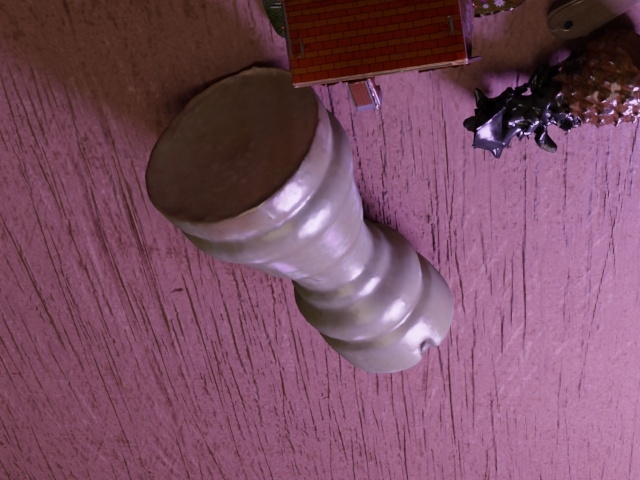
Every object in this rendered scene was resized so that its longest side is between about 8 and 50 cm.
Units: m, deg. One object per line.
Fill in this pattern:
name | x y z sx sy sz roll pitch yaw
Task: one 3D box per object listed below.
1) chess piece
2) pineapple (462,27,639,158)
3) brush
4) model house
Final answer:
chess piece | 0.000 0.000 1.880 0.234 0.234 0.442 -16 141 25
pineapple | 0.269 -0.160 1.720 0.237 0.111 0.119 -22 123 34
brush | 0.381 -0.282 1.587 0.327 0.065 0.070 -24 136 34
model house | 0.061 -0.251 1.587 0.294 0.154 0.207 -7 142 16
